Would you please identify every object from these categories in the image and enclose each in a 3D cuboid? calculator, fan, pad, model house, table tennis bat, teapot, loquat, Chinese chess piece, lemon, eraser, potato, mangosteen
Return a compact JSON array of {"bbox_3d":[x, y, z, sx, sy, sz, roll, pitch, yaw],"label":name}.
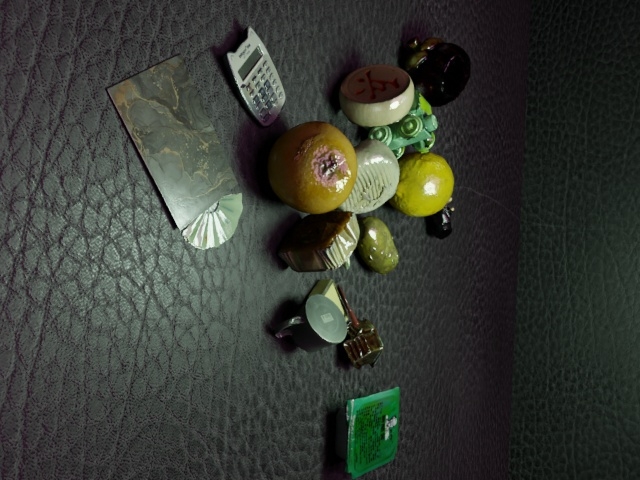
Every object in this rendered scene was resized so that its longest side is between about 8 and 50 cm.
[{"bbox_3d":[-0.173,-0.441,1.661,0.268,0.040,0.177,58,47,-38],"label":"calculator"},{"bbox_3d":[-0.271,-0.052,1.565,0.240,0.009,0.131,-44,127,-45],"label":"fan"},{"bbox_3d":[-0.341,-0.240,1.453,0.247,0.007,0.367,-48,125,-43],"label":"pad"},{"bbox_3d":[0.129,0.360,2.070,0.152,0.106,0.165,-6,60,-43],"label":"model house"},{"bbox_3d":[0.088,0.216,1.984,0.098,0.019,0.154,73,-8,-61],"label":"table tennis bat"},{"bbox_3d":[-0.034,0.265,1.801,0.239,0.149,0.162,9,52,-44],"label":"teapot"},{"bbox_3d":[-0.022,-0.207,1.700,0.263,0.263,0.263,-2,93,-54],"label":"loquat"},{"bbox_3d":[0.185,-0.481,1.982,0.249,0.250,0.103,-59,152,-35],"label":"Chinese chess piece"},{"bbox_3d":[0.370,-0.212,2.249,0.284,0.261,0.260,18,76,-54],"label":"lemon"},{"bbox_3d":[0.023,0.223,1.933,0.117,0.058,0.172,-55,133,-43],"label":"eraser"},{"bbox_3d":[0.196,0.015,2.130,0.251,0.113,0.149,53,57,-29],"label":"potato"},{"bbox_3d":[0.451,-0.674,2.361,0.288,0.233,0.287,-13,116,-27],"label":"mangosteen"}]

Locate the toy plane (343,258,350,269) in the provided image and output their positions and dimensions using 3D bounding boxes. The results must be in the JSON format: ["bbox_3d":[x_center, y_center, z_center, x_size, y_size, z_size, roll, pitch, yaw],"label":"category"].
[{"bbox_3d":[0.080,0.043,2.024,0.102,0.040,0.111,-14,103,-52],"label":"toy plane"}]

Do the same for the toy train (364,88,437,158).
[{"bbox_3d":[0.277,-0.401,2.105,0.159,0.272,0.188,24,56,-55],"label":"toy train"}]

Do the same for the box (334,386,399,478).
[{"bbox_3d":[0.152,0.656,2.088,0.337,0.106,0.264,7,86,-55],"label":"box"}]

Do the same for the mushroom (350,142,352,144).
[{"bbox_3d":[0.031,-0.312,1.930,0.209,0.071,0.084,1,59,-57],"label":"mushroom"}]

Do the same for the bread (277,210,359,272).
[{"bbox_3d":[-0.002,-0.001,1.770,0.192,0.210,0.109,-56,128,-37],"label":"bread"}]

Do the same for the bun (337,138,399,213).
[{"bbox_3d":[0.125,-0.208,1.957,0.273,0.168,0.272,-19,137,-19],"label":"bun"}]

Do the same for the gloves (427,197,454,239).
[{"bbox_3d":[0.513,-0.127,2.563,0.164,0.124,0.203,60,19,-66],"label":"gloves"}]
